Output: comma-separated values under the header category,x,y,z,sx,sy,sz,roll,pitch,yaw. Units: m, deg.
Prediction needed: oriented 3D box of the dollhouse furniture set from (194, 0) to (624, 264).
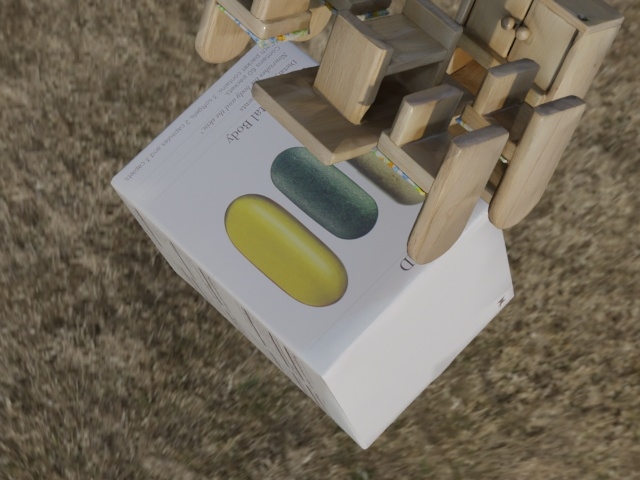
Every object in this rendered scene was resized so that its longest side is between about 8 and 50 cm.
category,x,y,z,sx,sy,sz,roll,pitch,yaw
dollhouse furniture set,0.062,-0.085,0.843,0.242,0.161,0.212,-21,55,-40

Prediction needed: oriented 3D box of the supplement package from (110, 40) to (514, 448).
category,x,y,z,sx,sy,sz,roll,pitch,yaw
supplement package,0.000,0.000,1.115,0.199,0.198,0.262,-44,64,-10
